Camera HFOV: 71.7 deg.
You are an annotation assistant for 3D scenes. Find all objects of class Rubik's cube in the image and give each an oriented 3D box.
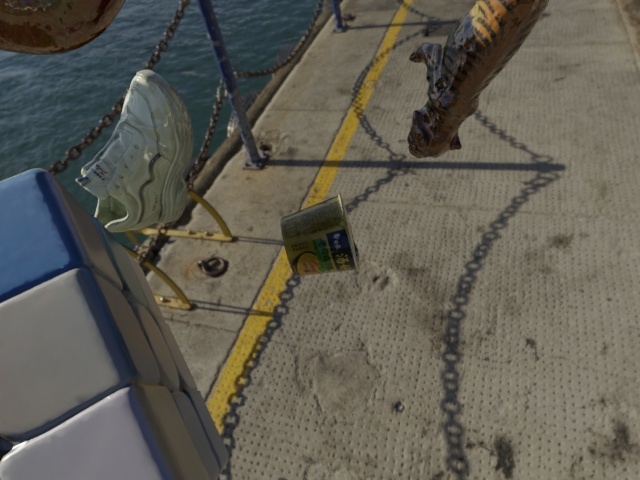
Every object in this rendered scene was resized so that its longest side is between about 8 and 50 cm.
[{"bbox_3d":[-0.334,0.193,0.480,0.344,0.347,0.347,-28,77,-14],"label":"Rubik's cube"}]

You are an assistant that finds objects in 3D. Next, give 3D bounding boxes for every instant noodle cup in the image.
[{"bbox_3d":[0.000,0.000,0.812,0.122,0.152,0.152,-17,44,5],"label":"instant noodle cup"}]

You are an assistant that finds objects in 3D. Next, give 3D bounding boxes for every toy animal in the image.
[{"bbox_3d":[0.129,-0.166,0.354,0.056,0.241,0.099,5,59,-15],"label":"toy animal"}]

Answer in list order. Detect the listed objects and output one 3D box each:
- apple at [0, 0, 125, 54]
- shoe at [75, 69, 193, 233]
[{"bbox_3d":[-0.261,-0.269,0.364,0.210,0.211,0.188,-26,59,-13],"label":"apple"},{"bbox_3d":[-0.370,-0.152,0.871,0.132,0.342,0.210,32,40,21],"label":"shoe"}]
